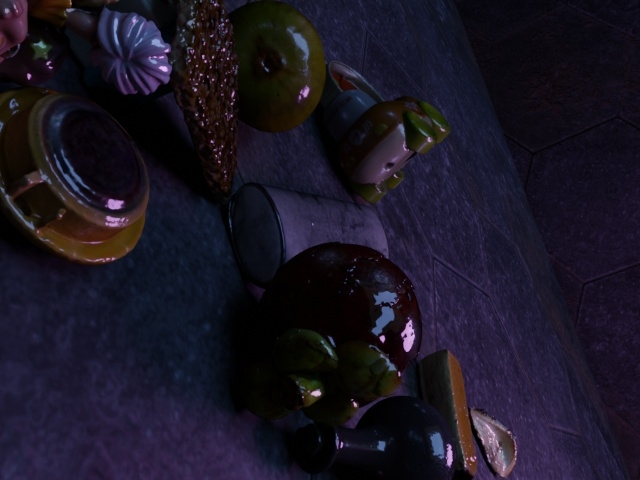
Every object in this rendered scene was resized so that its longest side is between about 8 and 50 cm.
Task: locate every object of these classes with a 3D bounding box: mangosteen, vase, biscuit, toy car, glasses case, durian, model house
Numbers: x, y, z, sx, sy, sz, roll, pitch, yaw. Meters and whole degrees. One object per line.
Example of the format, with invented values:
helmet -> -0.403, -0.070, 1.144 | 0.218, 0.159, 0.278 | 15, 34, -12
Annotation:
mangosteen -> 0.011, 0.092, 0.661 | 0.166, 0.166, 0.180 | 56, 35, -22
vase -> 0.053, 0.211, 0.720 | 0.183, 0.120, 0.120 | 21, 47, -38
biscuit -> 0.174, 0.244, 0.997 | 0.052, 0.056, 0.187 | 44, 33, -37
toy car -> 0.073, -0.192, 1.134 | 0.235, 0.145, 0.235 | 34, 27, -20
glasses case -> 0.000, 0.000, 0.852 | 0.299, 0.060, 0.114 | 5, 68, -64
durian -> 0.281, 0.329, 1.183 | 0.066, 0.052, 0.130 | -24, 86, -28
biscuit -> -0.096, -0.138, 0.655 | 0.237, 0.026, 0.131 | 84, 12, -67
model house -> -0.164, -0.200, 0.640 | 0.148, 0.101, 0.127 | 59, 27, -32

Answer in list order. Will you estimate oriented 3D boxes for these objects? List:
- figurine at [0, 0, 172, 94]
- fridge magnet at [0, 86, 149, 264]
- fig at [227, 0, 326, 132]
figurine -> -0.180, -0.179, 0.471 | 0.116, 0.240, 0.174 | 41, -30, 33
fridge magnet -> -0.180, -0.050, 0.520 | 0.143, 0.063, 0.143 | 42, 34, -37
fig -> -0.069, -0.208, 0.840 | 0.142, 0.147, 0.186 | 36, -4, -26
